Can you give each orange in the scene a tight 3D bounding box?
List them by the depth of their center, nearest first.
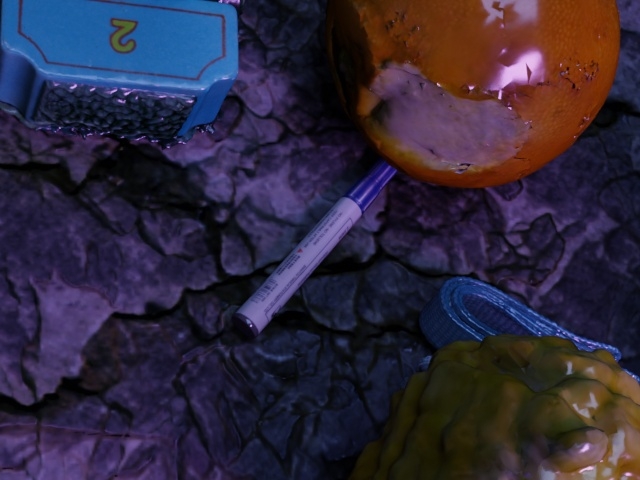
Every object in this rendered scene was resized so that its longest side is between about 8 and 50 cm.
[{"bbox_3d":[0.115,-0.161,1.102,0.240,0.240,0.240,7,63,-14],"label":"orange"}]

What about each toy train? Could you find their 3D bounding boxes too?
[{"bbox_3d":[-0.158,-0.165,1.091,0.203,0.112,0.163,3,68,-14],"label":"toy train"}]

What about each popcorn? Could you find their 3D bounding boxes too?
[{"bbox_3d":[0.139,0.187,0.957,0.225,0.249,0.249,29,55,-38],"label":"popcorn"}]

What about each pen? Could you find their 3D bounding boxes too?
[{"bbox_3d":[0.000,0.000,1.110,0.025,0.025,0.204,39,60,4],"label":"pen"}]

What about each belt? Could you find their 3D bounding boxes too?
[{"bbox_3d":[0.158,0.100,1.089,0.179,0.065,0.100,23,51,-5],"label":"belt"}]
